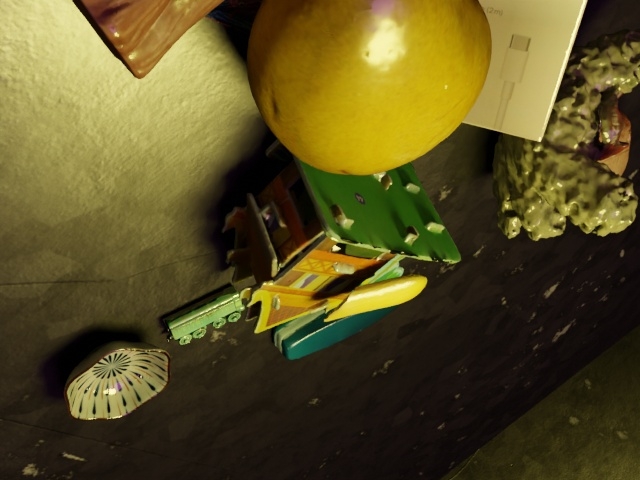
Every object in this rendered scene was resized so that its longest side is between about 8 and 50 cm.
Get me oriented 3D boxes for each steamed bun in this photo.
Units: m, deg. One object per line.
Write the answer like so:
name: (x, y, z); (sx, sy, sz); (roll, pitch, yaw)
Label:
steamed bun: (0.559, -0.190, 1.523); (0.145, 0.106, 0.175); (-15, 126, -20)

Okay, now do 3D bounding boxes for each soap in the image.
soap: (0.083, 0.085, 1.122); (0.168, 0.033, 0.089); (-12, 153, -15)

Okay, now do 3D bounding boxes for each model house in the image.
model house: (0.000, 0.000, 1.200); (0.313, 0.242, 0.357); (-39, 151, 32)

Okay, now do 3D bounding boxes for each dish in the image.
dish: (-0.346, 0.220, 1.228); (0.190, 0.066, 0.191); (-22, 142, -18)

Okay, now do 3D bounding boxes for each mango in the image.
mango: (0.064, -0.215, 0.864); (0.301, 0.220, 0.445); (-19, 171, -1)

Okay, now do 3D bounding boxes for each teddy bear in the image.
teddy bear: (0.414, -0.159, 1.294); (0.367, 0.224, 0.357); (87, 14, -77)

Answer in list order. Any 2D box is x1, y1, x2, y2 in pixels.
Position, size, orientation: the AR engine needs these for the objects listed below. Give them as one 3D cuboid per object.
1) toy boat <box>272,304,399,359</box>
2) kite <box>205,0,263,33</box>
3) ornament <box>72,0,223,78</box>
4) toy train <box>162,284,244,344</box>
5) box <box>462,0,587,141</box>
toy boat: (0.046, 0.155, 1.500); (0.299, 0.062, 0.096); (-23, 142, -20)
kite: (-0.086, -0.333, 0.864); (0.234, 0.016, 0.321); (-25, 143, -14)
ornament: (-0.154, -0.300, 0.693); (0.217, 0.221, 0.235); (-38, 174, -6)
toy train: (-0.204, 0.134, 1.278); (0.148, 0.038, 0.071); (-26, 141, -15)
box: (0.252, -0.285, 1.038); (0.252, 0.203, 0.106); (94, 18, -45)
